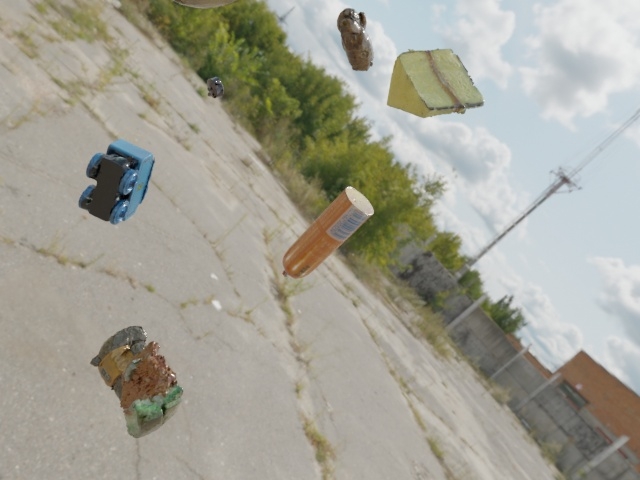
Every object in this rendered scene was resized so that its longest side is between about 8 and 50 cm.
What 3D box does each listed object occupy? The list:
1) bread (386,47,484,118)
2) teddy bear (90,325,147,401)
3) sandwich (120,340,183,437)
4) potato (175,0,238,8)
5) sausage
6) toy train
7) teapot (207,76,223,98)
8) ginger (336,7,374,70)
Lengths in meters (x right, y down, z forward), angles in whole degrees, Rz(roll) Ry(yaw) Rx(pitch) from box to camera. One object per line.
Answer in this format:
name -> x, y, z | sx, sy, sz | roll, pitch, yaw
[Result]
bread -> 0.397, -0.521, 1.746 | 0.236, 0.263, 0.198 | 48, -36, 46
teddy bear -> -0.511, 0.343, 1.384 | 0.190, 0.177, 0.140 | 42, 25, 28
sandwich -> -0.373, 0.323, 1.104 | 0.109, 0.185, 0.160 | -22, 72, -41
potato -> -0.233, -0.510, 0.965 | 0.299, 0.116, 0.239 | 40, 47, 15
sausage -> 0.000, 0.000, 1.325 | 0.093, 0.312, 0.093 | 31, 33, -22
toy train -> -0.779, -0.227, 2.030 | 0.188, 0.300, 0.265 | 26, 26, -2
teapot -> -0.358, -0.509, 1.759 | 0.100, 0.045, 0.068 | -30, -95, 58
ginger -> 0.083, -0.484, 1.235 | 0.162, 0.073, 0.103 | 58, 14, -60
